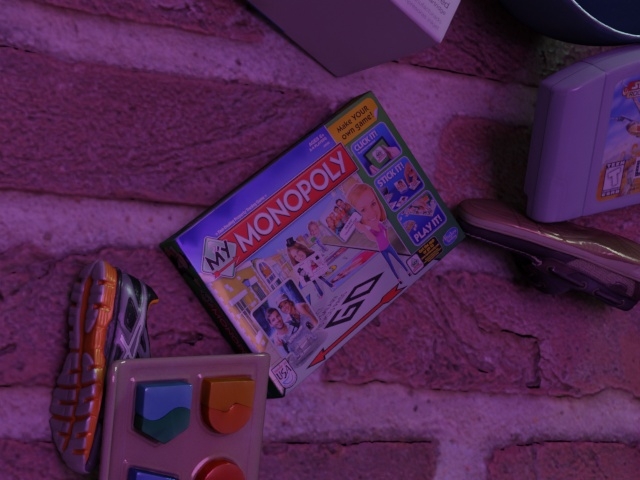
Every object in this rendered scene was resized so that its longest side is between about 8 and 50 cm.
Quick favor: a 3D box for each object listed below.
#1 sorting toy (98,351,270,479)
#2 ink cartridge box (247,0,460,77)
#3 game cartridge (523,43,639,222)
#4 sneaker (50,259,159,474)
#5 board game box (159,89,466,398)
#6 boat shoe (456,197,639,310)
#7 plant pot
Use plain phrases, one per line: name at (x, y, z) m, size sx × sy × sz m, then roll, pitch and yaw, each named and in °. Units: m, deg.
sorting toy at (-0.133, 0.213, 1.304) m, size 0.208 × 0.038 × 0.193 m, roll 0°, pitch 98°, yaw -42°
ink cartridge box at (0.060, -0.365, 1.455) m, size 0.198 × 0.197 × 0.270 m, roll 36°, pitch 66°, yaw -27°
game cartridge at (0.382, -0.139, 1.563) m, size 0.297 × 0.062 × 0.198 m, roll -13°, pitch 125°, yaw -30°
sneaker at (-0.214, 0.131, 1.302) m, size 0.083 × 0.084 × 0.215 m, roll 18°, pitch 77°, yaw -39°
board game box at (0.000, 0.000, 1.460) m, size 0.317 × 0.046 × 0.213 m, roll -40°, pitch 102°, yaw -28°
boat shoe at (0.291, 0.023, 1.589) m, size 0.285 × 0.103 × 0.092 m, roll 15°, pitch 110°, yaw -20°
plant pot at (0.317, -0.367, 1.608) m, size 0.290 × 0.195 × 0.290 m, roll 5°, pitch 79°, yaw -29°
